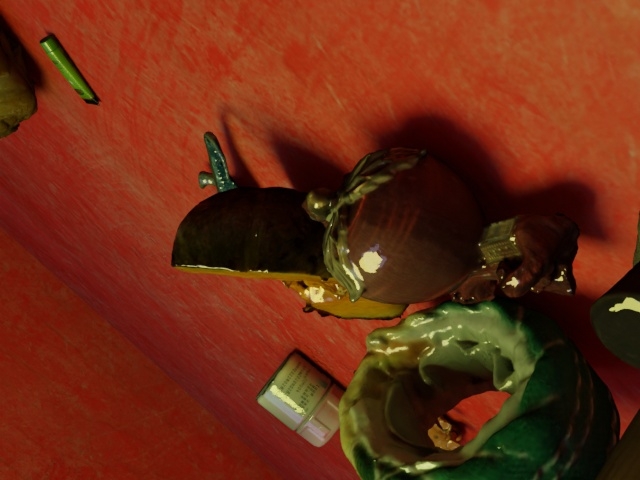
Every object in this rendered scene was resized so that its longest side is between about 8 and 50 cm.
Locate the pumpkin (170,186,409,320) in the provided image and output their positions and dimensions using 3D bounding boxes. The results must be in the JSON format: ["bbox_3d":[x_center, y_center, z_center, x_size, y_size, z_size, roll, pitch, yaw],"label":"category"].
[{"bbox_3d":[0.000,0.000,0.741,0.169,0.148,0.312,-14,157,38],"label":"pumpkin"}]

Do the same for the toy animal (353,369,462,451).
[{"bbox_3d":[0.157,0.295,1.067,0.255,0.114,0.116,49,-165,-10],"label":"toy animal"}]

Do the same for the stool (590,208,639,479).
[{"bbox_3d":[0.310,0.068,0.341,0.310,0.226,0.310,19,146,35],"label":"stool"}]

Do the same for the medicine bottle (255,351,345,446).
[{"bbox_3d":[-0.032,0.330,1.300,0.168,0.135,0.135,39,154,3],"label":"medicine bottle"}]

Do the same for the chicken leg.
[{"bbox_3d":[-0.546,-0.318,0.950,0.201,0.153,0.429,39,147,19],"label":"chicken leg"}]

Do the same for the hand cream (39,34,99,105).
[{"bbox_3d":[-0.383,-0.257,0.960,0.036,0.023,0.122,14,148,35],"label":"hand cream"}]

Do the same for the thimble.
[{"bbox_3d":[0.161,0.189,0.683,0.167,0.254,0.288,47,166,-27],"label":"thimble"}]

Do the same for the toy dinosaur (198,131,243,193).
[{"bbox_3d":[-0.122,-0.035,0.916,0.147,0.076,0.363,12,149,27],"label":"toy dinosaur"}]

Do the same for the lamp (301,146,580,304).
[{"bbox_3d":[0.100,-0.014,0.591,0.223,0.151,0.215,2,175,-14],"label":"lamp"}]
